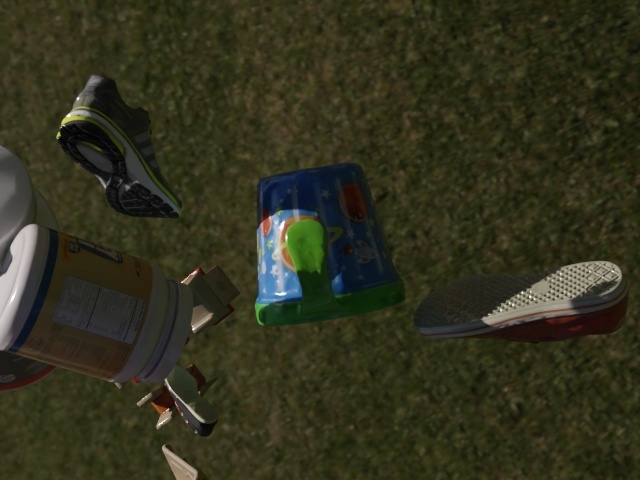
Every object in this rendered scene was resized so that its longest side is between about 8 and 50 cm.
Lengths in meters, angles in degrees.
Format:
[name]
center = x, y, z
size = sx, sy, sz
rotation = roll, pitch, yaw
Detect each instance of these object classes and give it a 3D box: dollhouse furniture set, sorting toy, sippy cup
[dollhouse furniture set]
center = -0.277, 0.164, 1.988
size = 0.259, 0.135, 0.262
rotation = -38, 92, 22
[sorting toy]
center = -0.240, 0.513, 2.186
size = 0.208, 0.038, 0.193
rotation = 19, 134, 63
[sippy cup]
center = 0.000, 0.000, 1.673
size = 0.305, 0.240, 0.224
rotation = -6, 93, 61

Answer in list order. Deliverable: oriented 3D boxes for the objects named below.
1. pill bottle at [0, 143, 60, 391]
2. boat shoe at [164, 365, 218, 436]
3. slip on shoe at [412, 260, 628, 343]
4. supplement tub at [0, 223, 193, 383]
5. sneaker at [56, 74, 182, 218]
[pill bottle]
center = -0.436, 0.037, 1.412
size = 0.210, 0.210, 0.363
rotation = 48, 156, 21
[boat shoe]
center = -0.202, 0.242, 1.650
size = 0.133, 0.049, 0.042
rotation = 46, 131, 35
[slip on shoe]
center = 0.297, 0.110, 1.628
size = 0.331, 0.123, 0.101
rotation = -10, 126, 23
[supplement tub]
center = -0.259, 0.077, 1.229
size = 0.144, 0.199, 0.144
rotation = -44, 35, 43
[sneaker]
center = -0.279, -0.130, 1.632
size = 0.111, 0.121, 0.300
rotation = 4, 152, 19
